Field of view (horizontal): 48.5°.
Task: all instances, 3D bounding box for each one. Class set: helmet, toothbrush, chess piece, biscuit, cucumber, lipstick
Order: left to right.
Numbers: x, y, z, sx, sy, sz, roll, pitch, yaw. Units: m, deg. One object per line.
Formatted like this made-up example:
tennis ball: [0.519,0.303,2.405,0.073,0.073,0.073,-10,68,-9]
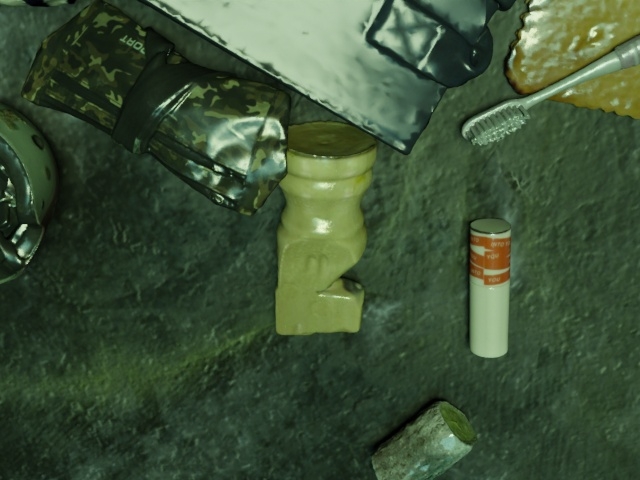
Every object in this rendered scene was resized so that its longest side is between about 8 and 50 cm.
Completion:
helmet: [-0.296,-0.052,0.609,0.153,0.107,0.177,33,127,-15]
chess piece: [0.000,0.000,0.645,0.089,0.090,0.201,3,119,-1]
cucumber: [0.103,0.219,0.738,0.112,0.064,0.064,-41,106,17]
lipstick: [0.161,0.046,0.677,0.038,0.038,0.131,-4,112,2]
toothbrush: [0.282,-0.163,0.585,0.353,0.029,0.024,-26,124,9]
biscuit: [0.294,-0.213,0.588,0.236,0.013,0.232,12,111,-4]

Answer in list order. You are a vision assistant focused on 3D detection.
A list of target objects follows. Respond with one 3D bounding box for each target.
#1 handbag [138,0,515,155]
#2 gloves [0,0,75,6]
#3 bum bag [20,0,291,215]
handbag: [0.020,-0.262,0.512,0.329,0.122,0.304,28,106,-10]
gloves: [-0.292,-0.235,0.523,0.218,0.131,0.140,3,110,-8]
bum bag: [-0.131,-0.115,0.584,0.247,0.069,0.102,27,112,7]
